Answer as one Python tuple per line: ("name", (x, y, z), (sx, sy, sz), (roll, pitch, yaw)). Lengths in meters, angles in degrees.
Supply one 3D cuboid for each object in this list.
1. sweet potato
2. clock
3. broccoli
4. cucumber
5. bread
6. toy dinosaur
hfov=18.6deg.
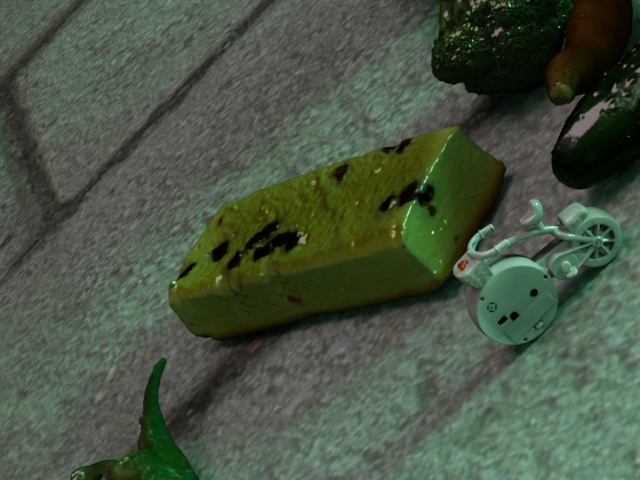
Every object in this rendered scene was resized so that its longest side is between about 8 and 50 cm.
("sweet potato", (0.225, -0.165, 1.610), (0.057, 0.057, 0.264), (-34, 15, 28))
("clock", (0.160, 0.016, 1.445), (0.129, 0.087, 0.041), (-39, 24, 1))
("broccoli", (0.155, -0.194, 1.719), (0.146, 0.138, 0.162), (-32, -4, 18))
("cucumber", (0.263, -0.128, 1.512), (0.227, 0.069, 0.069), (-45, 24, -4))
("bread", (0.001, 0.000, 1.735), (0.361, 0.077, 0.138), (-16, 38, 50))
("toy dinosaur", (-0.093, 0.210, 1.566), (0.301, 0.087, 0.447), (-32, 35, 33))
